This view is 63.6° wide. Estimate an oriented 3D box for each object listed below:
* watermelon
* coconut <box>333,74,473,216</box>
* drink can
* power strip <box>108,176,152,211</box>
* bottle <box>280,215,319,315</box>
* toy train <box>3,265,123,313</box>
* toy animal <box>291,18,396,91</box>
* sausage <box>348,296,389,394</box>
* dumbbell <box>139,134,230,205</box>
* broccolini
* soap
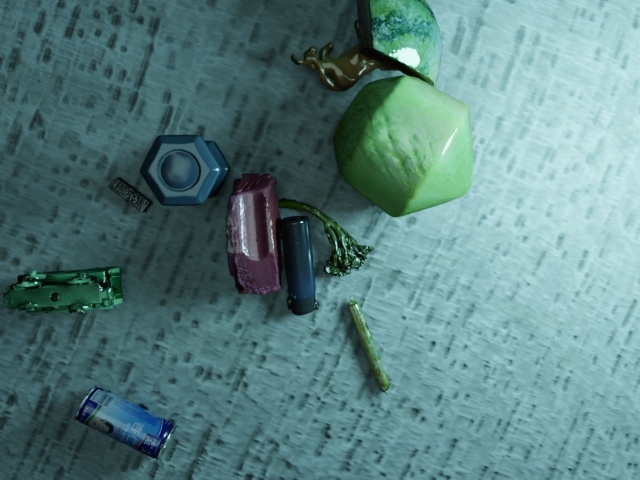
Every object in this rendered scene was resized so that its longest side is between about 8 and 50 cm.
[{"bbox_3d":[0.174,-0.458,1.136,0.260,0.176,0.256,17,60,-7],"label":"watermelon"},{"bbox_3d":[0.195,-0.199,1.160,0.328,0.281,0.328,9,117,18],"label":"coconut"},{"bbox_3d":[-0.494,0.463,1.313,0.235,0.097,0.097,27,94,-2],"label":"drink can"},{"bbox_3d":[-0.480,-0.115,1.303,0.111,0.029,0.038,36,94,-1],"label":"power strip"},{"bbox_3d":[-0.055,0.064,1.272,0.082,0.072,0.244,-7,104,0],"label":"bottle"},{"bbox_3d":[-0.621,0.120,1.261,0.269,0.154,0.115,-5,95,2],"label":"toy train"},{"bbox_3d":[0.101,-0.440,1.238,0.312,0.097,0.157,-30,93,0],"label":"toy animal"},{"bbox_3d":[0.124,0.270,1.318,0.032,0.033,0.269,-20,93,2],"label":"sausage"},{"bbox_3d":[-0.289,-0.158,1.154,0.156,0.316,0.144,-1,98,-5],"label":"dumbbell"},{"bbox_3d":[-0.006,-0.006,1.299,0.271,0.062,0.123,35,89,6],"label":"broccolini"},{"bbox_3d":[-0.155,-0.018,1.231,0.112,0.182,0.289,-3,89,2],"label":"soap"}]
